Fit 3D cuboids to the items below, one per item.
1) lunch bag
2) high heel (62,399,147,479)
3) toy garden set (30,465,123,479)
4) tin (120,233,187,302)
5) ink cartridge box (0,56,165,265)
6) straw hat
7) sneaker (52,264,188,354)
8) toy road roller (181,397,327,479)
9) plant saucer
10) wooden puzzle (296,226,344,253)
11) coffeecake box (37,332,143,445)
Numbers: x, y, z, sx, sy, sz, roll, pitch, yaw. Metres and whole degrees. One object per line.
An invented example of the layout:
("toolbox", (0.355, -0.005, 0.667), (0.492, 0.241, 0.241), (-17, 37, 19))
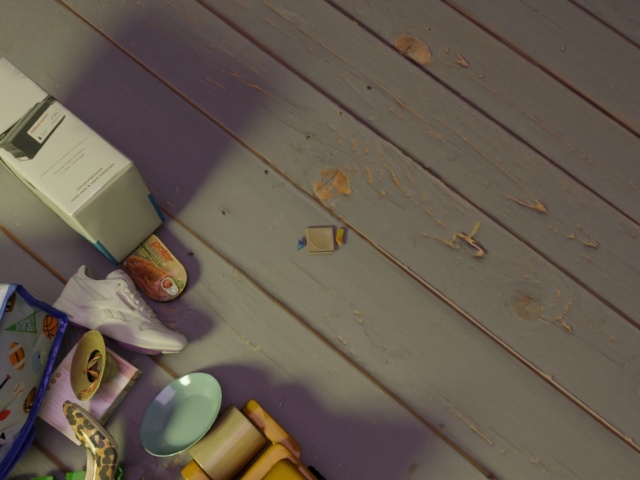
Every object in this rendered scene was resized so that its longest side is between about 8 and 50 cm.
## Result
("lunch bag", (-0.717, 0.286, 1.075), (0.328, 0.239, 0.385), (0, 63, 12))
("high heel", (-0.469, 0.456, 1.085), (0.186, 0.093, 0.261), (-38, 95, -25))
("toy garden set", (-0.517, 0.575, 1.129), (0.245, 0.049, 0.203), (-4, 70, -9))
("tin", (-0.391, 0.062, 1.325), (0.106, 0.040, 0.189), (-40, 79, -13))
("ink cartridge box", (-0.561, -0.162, 1.231), (0.395, 0.285, 0.166), (38, 72, 13))
("straw hat", (-0.452, 0.260, 1.160), (0.061, 0.145, 0.144), (21, 63, -44))
("sneaker", (-0.426, 0.151, 1.240), (0.305, 0.114, 0.152), (22, 78, 1))
("toy road roller", (-0.108, 0.479, 1.106), (0.329, 0.240, 0.202), (43, 72, 8))
("plant saucer", (-0.286, 0.371, 1.191), (0.195, 0.037, 0.195), (-18, 38, 15))
("wooden puzzle", (0.000, 0.000, 1.405), (0.117, 0.014, 0.078), (4, 66, -6))
("coffeecake box", (-0.499, 0.316, 1.207), (0.142, 0.068, 0.185), (33, 71, 5))
